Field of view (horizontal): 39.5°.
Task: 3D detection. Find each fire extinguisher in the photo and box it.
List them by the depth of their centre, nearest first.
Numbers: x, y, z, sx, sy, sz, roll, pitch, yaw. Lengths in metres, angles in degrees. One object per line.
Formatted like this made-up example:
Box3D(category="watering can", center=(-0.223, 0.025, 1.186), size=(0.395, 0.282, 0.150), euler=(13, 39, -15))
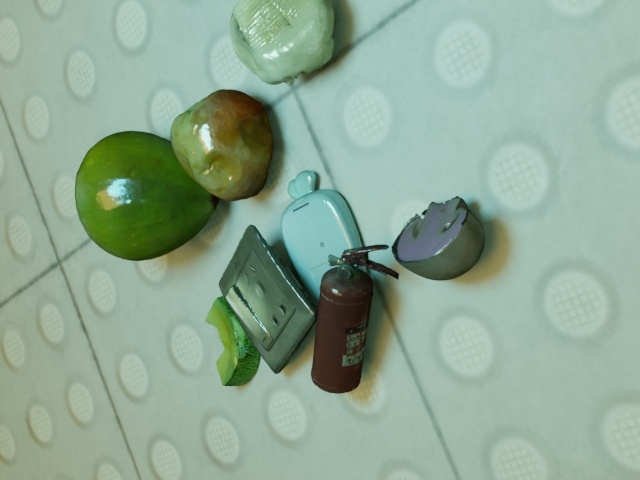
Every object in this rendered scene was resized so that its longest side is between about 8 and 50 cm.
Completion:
Box3D(category="fire extinguisher", center=(0.066, 0.144, 1.744), size=(0.147, 0.106, 0.337), euler=(10, 122, 6))

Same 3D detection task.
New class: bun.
Box3D(category="bun", center=(-0.066, -0.407, 1.760), size=(0.229, 0.145, 0.229), euler=(-12, 61, 23))

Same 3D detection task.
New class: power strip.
Box3D(category="power strip", center=(-0.103, 0.121, 1.920), size=(0.257, 0.092, 0.251), euler=(54, 135, 18))

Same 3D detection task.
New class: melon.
Box3D(category="melon", center=(-0.202, 0.228, 2.046), size=(0.118, 0.064, 0.209), euler=(-26, 79, 45))

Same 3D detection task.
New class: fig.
Box3D(category="fig", center=(-0.380, -0.100, 2.001), size=(0.316, 0.316, 0.316), euler=(9, 104, 38))

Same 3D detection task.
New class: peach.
Box3D(category="peach", center=(-0.201, -0.193, 1.881), size=(0.214, 0.214, 0.235), euler=(-14, 106, 41))

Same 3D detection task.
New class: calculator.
Box3D(category="calculator", center=(0.000, 0.000, 1.841), size=(0.184, 0.042, 0.295), euler=(-26, 83, 40))

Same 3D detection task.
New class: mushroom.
Box3D(category="mushroom", center=(0.221, 0.011, 1.614), size=(0.188, 0.141, 0.117), euler=(-6, 127, 53))
